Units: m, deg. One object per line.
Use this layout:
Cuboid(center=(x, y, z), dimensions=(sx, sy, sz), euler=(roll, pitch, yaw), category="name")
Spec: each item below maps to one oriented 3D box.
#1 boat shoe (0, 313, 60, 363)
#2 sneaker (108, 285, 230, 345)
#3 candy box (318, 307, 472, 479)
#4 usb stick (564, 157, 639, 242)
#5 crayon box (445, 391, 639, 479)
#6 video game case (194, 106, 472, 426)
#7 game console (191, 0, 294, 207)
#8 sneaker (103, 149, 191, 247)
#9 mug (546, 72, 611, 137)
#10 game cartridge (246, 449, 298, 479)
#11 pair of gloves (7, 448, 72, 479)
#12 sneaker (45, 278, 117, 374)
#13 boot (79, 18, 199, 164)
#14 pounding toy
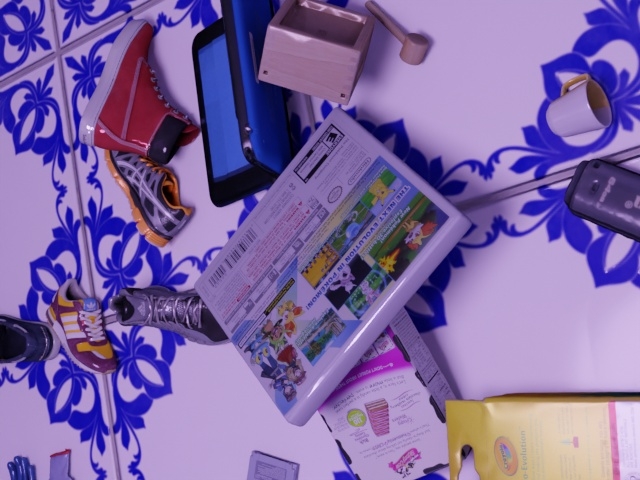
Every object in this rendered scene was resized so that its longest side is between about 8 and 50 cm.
Cuboid(center=(-0.578, 0.182, 1.741), dimensions=(0.254, 0.079, 0.095), euler=(4, 89, 34), category="boat shoe")
Cuboid(center=(-0.234, 0.114, 1.485), dimensions=(0.228, 0.132, 0.086), euler=(4, 88, 34), category="sneaker")
Cuboid(center=(0.077, 0.197, 1.267), dimensions=(0.159, 0.071, 0.233), euler=(-29, 90, 28), category="candy box")
Cuboid(center=(0.414, -0.018, 1.117), dimensions=(0.278, 0.045, 0.077), euler=(27, 102, 33), category="usb stick")
Cuboid(center=(0.309, 0.279, 1.136), dimensions=(0.318, 0.081, 0.202), euler=(-5, 84, 30), category="crayon box")
Cuboid(center=(0.000, 0.023, 1.260), dimensions=(0.329, 0.036, 0.300), euler=(-51, 45, 8), category="video game case")
Cuboid(center=(-0.144, -0.218, 1.416), dimensions=(0.173, 0.250, 0.293), euler=(-12, 80, 15), category="game console")
Cuboid(center=(-0.276, -0.094, 1.569), dimensions=(0.083, 0.084, 0.215), euler=(-35, 73, 16), category="sneaker")
Cuboid(center=(0.316, -0.160, 1.196), dimensions=(0.064, 0.078, 0.062), euler=(-23, 107, 39), category="mug")
Cuboid(center=(-0.071, 0.345, 1.429), dimensions=(0.083, 0.017, 0.056), euler=(10, 88, 34), category="game cartridge")
Cuboid(center=(-0.485, 0.449, 1.693), dimensions=(0.198, 0.023, 0.159), euler=(-16, 76, 31), category="pair of gloves")
Cuboid(center=(-0.393, 0.144, 1.627), dimensions=(0.185, 0.069, 0.084), euler=(42, 114, 28), category="sneaker")
Cuboid(center=(-0.267, -0.239, 1.575), dimensions=(0.176, 0.088, 0.244), euler=(14, 65, -1), category="boot")
Cuboid(center=(0.039, -0.261, 1.346), dimensions=(0.206, 0.181, 0.094), euler=(17, 125, 3), category="pounding toy")
